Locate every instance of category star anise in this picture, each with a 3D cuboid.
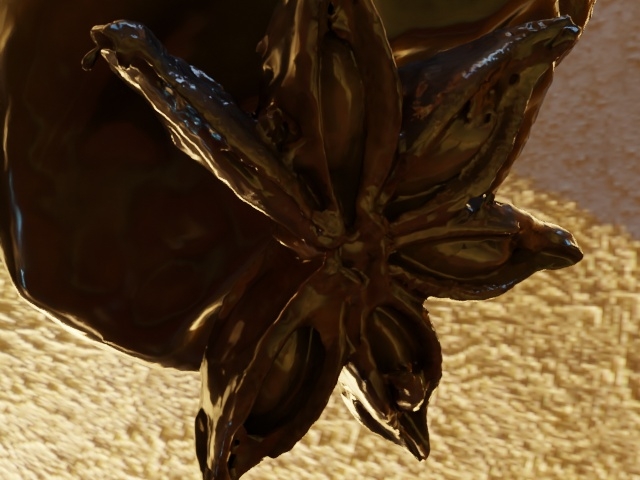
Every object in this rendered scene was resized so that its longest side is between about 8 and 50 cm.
[{"bbox_3d":[0.014,-0.008,0.502,0.171,0.063,0.208,-21,-60,-19],"label":"star anise"}]

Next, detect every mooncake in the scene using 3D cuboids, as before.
[{"bbox_3d":[-0.030,-0.081,0.631,0.284,0.155,0.284,-23,-43,-23],"label":"mooncake"}]

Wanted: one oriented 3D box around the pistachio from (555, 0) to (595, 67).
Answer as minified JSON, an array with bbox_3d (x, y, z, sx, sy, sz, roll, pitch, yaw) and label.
[{"bbox_3d":[0.206,-0.191,1.295,0.173,0.049,0.089,-48,-34,-11],"label":"pistachio"}]
